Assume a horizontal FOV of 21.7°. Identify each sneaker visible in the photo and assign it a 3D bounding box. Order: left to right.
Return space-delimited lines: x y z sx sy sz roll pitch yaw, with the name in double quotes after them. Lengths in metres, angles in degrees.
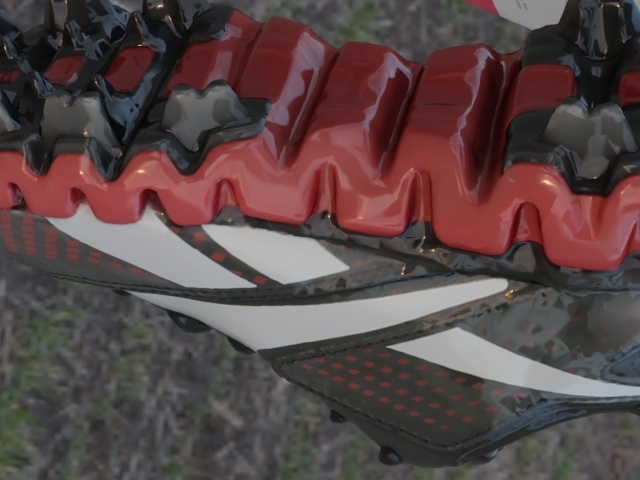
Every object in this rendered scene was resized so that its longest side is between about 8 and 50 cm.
0.000 0.000 0.473 0.097 0.276 0.135 -67 157 -52 "sneaker"

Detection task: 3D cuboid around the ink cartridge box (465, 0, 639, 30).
0.141 -0.182 0.817 0.100 0.237 0.172 -40 131 -15 "ink cartridge box"
